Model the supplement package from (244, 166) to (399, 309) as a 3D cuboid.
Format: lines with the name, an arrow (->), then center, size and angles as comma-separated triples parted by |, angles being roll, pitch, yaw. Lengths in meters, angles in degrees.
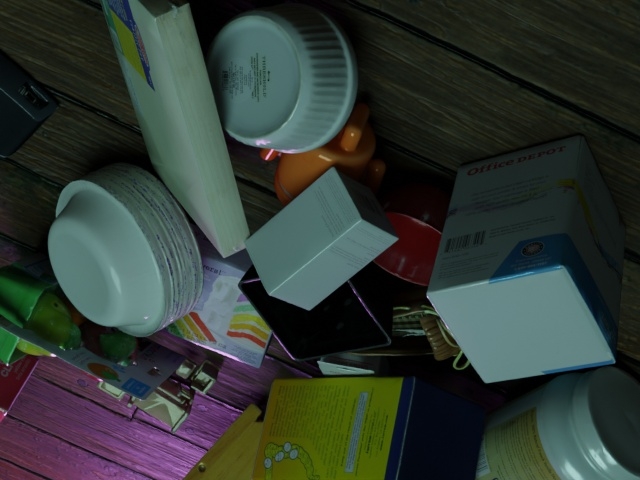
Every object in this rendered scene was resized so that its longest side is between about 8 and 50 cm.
supplement package -> 0.000, 0.000, 1.555 | 0.179, 0.105, 0.105 | -39, 147, 18

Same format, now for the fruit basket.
fruit basket -> -0.422, 0.154, 1.934 | 0.353, 0.327, 0.165 | 22, 98, 4

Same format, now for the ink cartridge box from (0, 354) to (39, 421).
ink cartridge box -> -0.829, 0.261, 2.269 | 0.385, 0.160, 0.279 | 34, 134, -13

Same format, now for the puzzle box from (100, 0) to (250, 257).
puzzle box -> -0.213, -0.201, 1.542 | 0.052, 0.272, 0.409 | -26, 134, -16

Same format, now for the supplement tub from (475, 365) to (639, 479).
supplement tub -> 0.401, 0.360, 1.844 | 0.228, 0.228, 0.316 | 38, 134, -16

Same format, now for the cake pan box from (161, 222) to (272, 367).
cake pan box -> -0.197, 0.090, 1.931 | 0.267, 0.070, 0.245 | 23, 134, 1

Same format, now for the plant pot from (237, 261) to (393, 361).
plant pot -> 0.011, 0.060, 1.749 | 0.187, 0.167, 0.188 | -14, 126, 31

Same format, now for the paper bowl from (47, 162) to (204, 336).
paper bowl -> -0.336, 0.027, 1.786 | 0.284, 0.148, 0.284 | 26, 131, 34

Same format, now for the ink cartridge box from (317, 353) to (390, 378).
ink cartridge box -> 0.060, 0.218, 1.909 | 0.104, 0.061, 0.181 | 9, 160, 12

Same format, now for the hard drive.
hard drive -> -0.567, -0.249, 1.753 | 0.255, 0.054, 0.172 | 40, 133, -18

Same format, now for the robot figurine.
robot figurine -> 0.003, -0.117, 1.611 | 0.158, 0.128, 0.219 | -8, 144, -28

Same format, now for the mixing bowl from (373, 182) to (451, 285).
mixing bowl -> 0.150, -0.022, 1.650 | 0.181, 0.098, 0.181 | 21, 152, 12

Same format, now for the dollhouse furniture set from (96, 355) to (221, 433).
dollhouse furniture set -> -0.313, 0.254, 2.141 | 0.182, 0.101, 0.161 | 35, 110, -12

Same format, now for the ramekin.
ramekin -> -0.062, -0.219, 1.477 | 0.207, 0.109, 0.207 | 6, 101, 32

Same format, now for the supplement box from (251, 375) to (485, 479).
supplement box -> 0.079, 0.357, 1.894 | 0.194, 0.195, 0.356 | 28, 156, -37

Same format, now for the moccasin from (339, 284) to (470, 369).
moccasin -> 0.197, 0.138, 1.767 | 0.380, 0.147, 0.139 | 2, 133, 20

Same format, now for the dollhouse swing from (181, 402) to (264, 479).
dollhouse swing -> -0.074, 0.550, 2.226 | 0.347, 0.315, 0.305 | 42, -179, 13

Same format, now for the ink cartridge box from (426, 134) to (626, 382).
ink cartridge box -> 0.299, 0.025, 1.531 | 0.198, 0.270, 0.197 | -14, 127, 31
